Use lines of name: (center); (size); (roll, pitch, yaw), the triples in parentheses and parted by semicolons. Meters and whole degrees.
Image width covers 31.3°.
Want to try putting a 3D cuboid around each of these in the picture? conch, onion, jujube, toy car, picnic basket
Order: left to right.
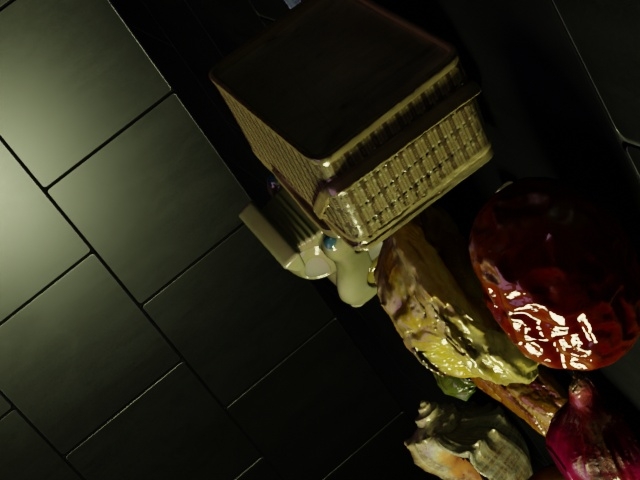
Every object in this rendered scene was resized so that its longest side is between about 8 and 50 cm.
toy car: (0.000, 0.000, 2.306); (0.242, 0.226, 0.336); (47, 170, 25)
picnic basket: (0.040, -0.151, 1.407); (0.313, 0.228, 0.175); (42, 167, 49)
conch: (0.367, 0.471, 2.548); (0.352, 0.210, 0.297); (31, 173, -6)
jujube: (0.262, 0.040, 1.247); (0.174, 0.174, 0.250); (41, 164, 49)
onion: (0.413, 0.293, 1.726); (0.218, 0.139, 0.195); (58, 176, -24)

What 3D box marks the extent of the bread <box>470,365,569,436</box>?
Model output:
bread: (0.342, 0.252, 1.933); (0.344, 0.084, 0.124); (39, 168, 35)

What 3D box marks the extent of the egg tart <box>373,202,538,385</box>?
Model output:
egg tart: (0.186, 0.089, 1.713); (0.352, 0.150, 0.352); (46, -163, -18)

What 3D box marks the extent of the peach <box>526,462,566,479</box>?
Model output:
peach: (0.469, 0.508, 2.007); (0.252, 0.252, 0.252); (50, 172, 10)

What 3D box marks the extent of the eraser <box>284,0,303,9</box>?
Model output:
eraser: (-0.031, -0.350, 1.591); (0.225, 0.036, 0.082); (52, 174, -10)

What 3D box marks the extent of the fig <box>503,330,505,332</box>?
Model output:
fig: (0.283, 0.089, 1.600); (0.082, 0.098, 0.084); (54, 173, -34)

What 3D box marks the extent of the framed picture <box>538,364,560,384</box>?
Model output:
framed picture: (0.364, 0.231, 2.086); (0.213, 0.016, 0.289); (51, 172, -7)

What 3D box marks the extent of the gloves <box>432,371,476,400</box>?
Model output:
gloves: (0.289, 0.269, 2.390); (0.268, 0.107, 0.135); (89, 172, -81)

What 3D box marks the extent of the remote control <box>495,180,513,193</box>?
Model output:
remote control: (0.307, 0.026, 1.467); (0.245, 0.022, 0.077); (53, 169, -7)
